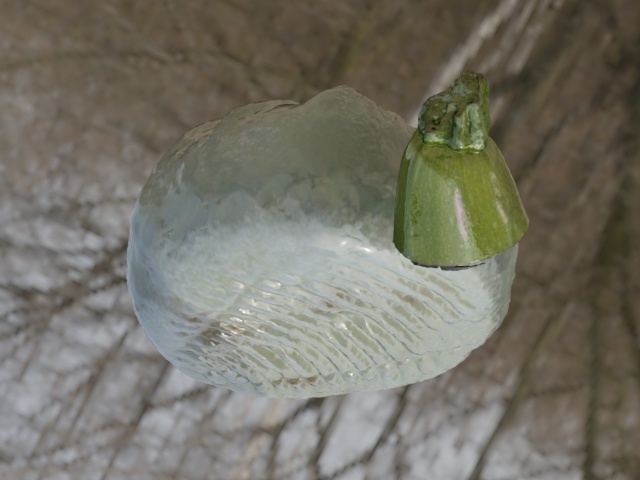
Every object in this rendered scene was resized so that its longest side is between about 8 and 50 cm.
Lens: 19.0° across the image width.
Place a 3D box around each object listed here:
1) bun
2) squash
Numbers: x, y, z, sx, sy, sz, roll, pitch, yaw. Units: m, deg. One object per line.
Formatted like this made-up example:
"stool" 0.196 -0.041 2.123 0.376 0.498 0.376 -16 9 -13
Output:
"bun" -0.005 0.002 1.633 0.354 0.354 0.194 21 -127 -33
"squash" 0.093 -0.059 1.394 0.105 0.132 0.105 -9 -152 5
